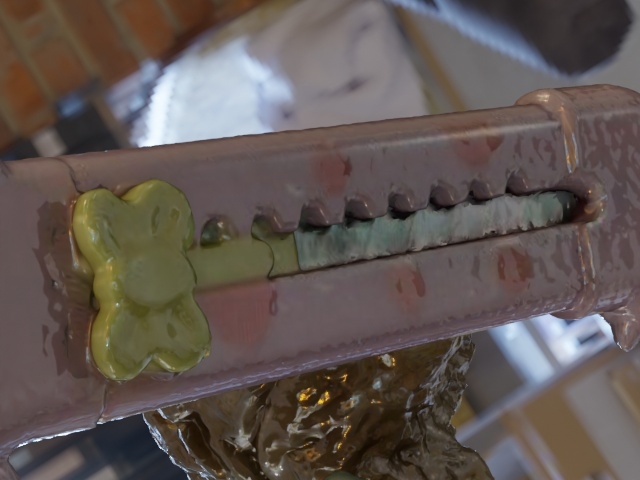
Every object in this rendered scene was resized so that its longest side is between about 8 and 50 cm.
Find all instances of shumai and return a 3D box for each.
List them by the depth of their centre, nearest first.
[{"bbox_3d":[0.014,0.094,0.830,0.206,0.166,0.175,78,174,-71],"label":"shumai"}]

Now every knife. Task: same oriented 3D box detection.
[{"bbox_3d":[0.001,0.000,0.545,0.038,0.399,0.132,-4,93,42],"label":"knife"}]

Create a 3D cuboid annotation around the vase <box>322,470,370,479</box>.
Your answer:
[{"bbox_3d":[-0.011,0.192,0.668,0.096,0.219,0.096,26,171,4],"label":"vase"}]
